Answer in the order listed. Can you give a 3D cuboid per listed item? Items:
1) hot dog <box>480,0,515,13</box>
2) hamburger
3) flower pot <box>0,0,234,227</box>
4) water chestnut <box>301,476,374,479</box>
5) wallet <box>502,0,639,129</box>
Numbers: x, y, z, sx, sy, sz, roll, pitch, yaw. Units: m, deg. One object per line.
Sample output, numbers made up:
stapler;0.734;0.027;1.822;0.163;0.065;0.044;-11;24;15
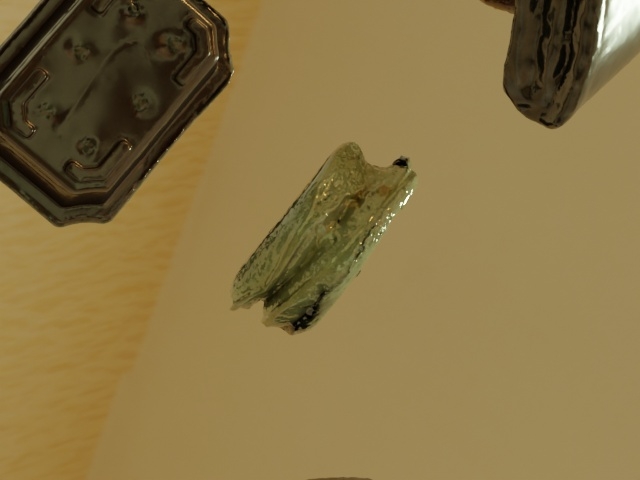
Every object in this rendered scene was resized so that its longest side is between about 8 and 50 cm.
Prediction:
hot dog;0.189;-0.199;1.140;0.242;0.084;0.073;17;-106;25
hamburger;0.000;0.000;0.989;0.062;0.133;0.140;36;-49;-1
flower pot;-0.191;-0.141;1.357;0.179;0.084;0.251;41;-100;-12
water chestnut;0.009;0.279;1.056;0.238;0.223;0.224;46;-61;30
wallet;0.235;-0.246;0.889;0.062;0.406;0.228;27;-45;23
